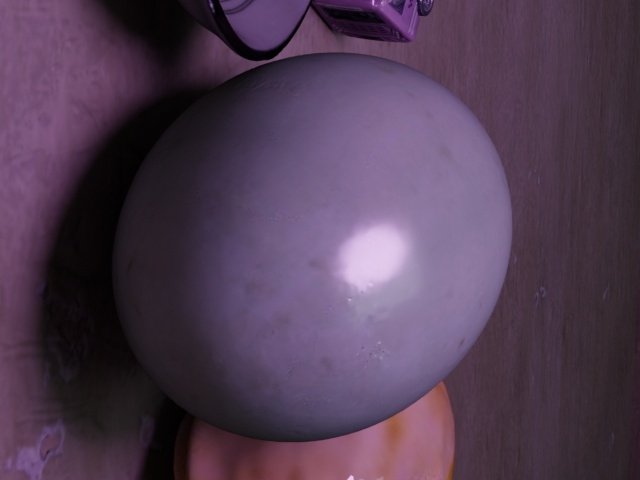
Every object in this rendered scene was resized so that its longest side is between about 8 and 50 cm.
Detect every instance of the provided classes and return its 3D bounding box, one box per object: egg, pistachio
[{"bbox_3d":[0.000,0.000,1.144,0.389,0.276,0.276,-34,129,-58],"label":"egg"},{"bbox_3d":[-0.010,0.187,1.290,0.309,0.230,0.229,-63,152,-49],"label":"pistachio"}]

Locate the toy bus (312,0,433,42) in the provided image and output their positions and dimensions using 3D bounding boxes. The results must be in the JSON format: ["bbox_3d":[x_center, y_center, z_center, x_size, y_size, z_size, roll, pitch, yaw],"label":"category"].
[{"bbox_3d":[0.059,-0.294,1.438,0.108,0.096,0.198,30,73,-62],"label":"toy bus"}]

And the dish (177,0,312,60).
[{"bbox_3d":[-0.076,-0.287,1.094,0.316,0.106,0.316,8,90,-71],"label":"dish"}]
